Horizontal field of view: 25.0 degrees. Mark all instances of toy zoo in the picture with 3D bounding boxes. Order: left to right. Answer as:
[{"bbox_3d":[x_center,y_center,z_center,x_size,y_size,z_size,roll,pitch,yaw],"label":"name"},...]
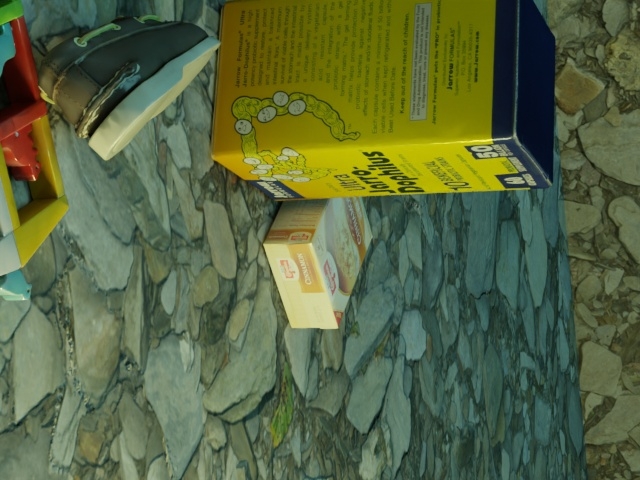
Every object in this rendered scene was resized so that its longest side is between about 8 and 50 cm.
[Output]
[{"bbox_3d":[-0.283,-0.086,1.180,0.192,0.030,0.293,-50,134,-60],"label":"toy zoo"}]

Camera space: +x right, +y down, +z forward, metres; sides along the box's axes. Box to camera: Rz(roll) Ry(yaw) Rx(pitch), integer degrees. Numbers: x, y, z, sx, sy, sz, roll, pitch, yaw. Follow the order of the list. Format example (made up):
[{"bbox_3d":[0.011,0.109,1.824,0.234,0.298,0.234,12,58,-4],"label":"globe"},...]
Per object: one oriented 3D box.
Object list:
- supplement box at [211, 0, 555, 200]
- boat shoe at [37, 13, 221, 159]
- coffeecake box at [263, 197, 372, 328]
[{"bbox_3d":[0.077,-0.168,1.670,0.194,0.356,0.195,34,57,-64],"label":"supplement box"},{"bbox_3d":[-0.176,-0.164,1.350,0.096,0.116,0.324,41,18,-6],"label":"boat shoe"},{"bbox_3d":[0.000,0.000,1.858,0.185,0.068,0.142,-67,149,-46],"label":"coffeecake box"}]
